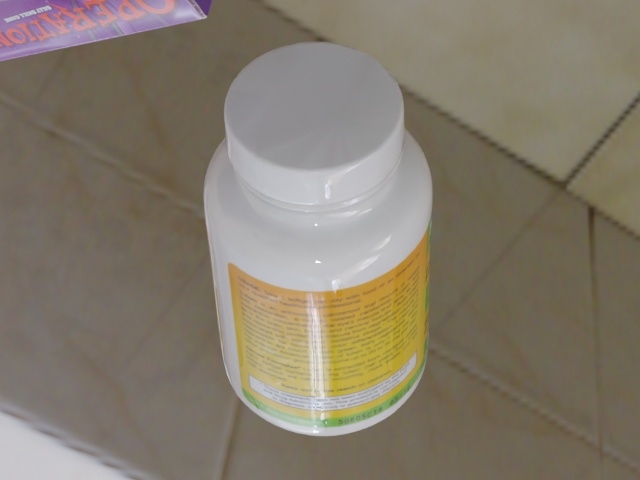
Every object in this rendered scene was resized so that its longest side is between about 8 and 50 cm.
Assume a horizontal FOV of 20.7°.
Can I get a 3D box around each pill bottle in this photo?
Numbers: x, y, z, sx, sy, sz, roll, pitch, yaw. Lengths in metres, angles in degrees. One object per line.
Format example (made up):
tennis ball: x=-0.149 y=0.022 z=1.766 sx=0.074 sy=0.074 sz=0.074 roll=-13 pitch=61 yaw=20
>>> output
pill bottle: x=0.000 y=0.000 z=1.068 sx=0.136 sy=0.136 sz=0.246 roll=3 pitch=142 yaw=5

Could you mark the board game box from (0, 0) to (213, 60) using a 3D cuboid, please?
board game box: x=-0.185 y=-0.180 z=0.943 sx=0.347 sy=0.208 sz=0.056 roll=-6 pitch=139 yaw=31
